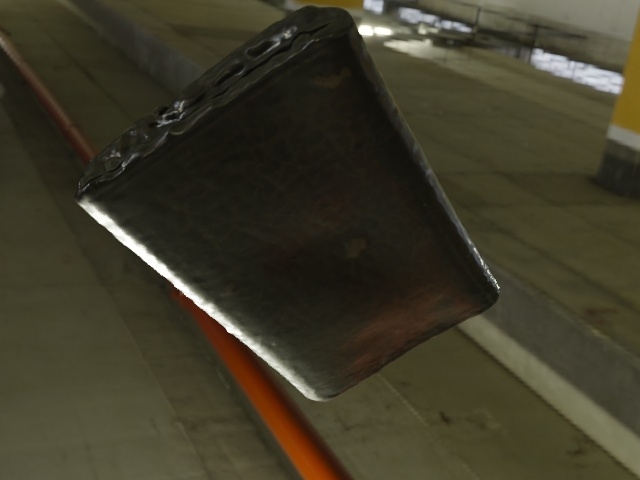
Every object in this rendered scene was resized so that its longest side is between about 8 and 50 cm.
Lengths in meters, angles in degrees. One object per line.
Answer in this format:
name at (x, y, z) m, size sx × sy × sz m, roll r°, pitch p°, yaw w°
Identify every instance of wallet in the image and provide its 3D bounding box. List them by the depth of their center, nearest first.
wallet at (0.000, 0.000, 0.592) m, size 0.170 × 0.321 × 0.044 m, roll -31°, pitch -129°, yaw 6°
